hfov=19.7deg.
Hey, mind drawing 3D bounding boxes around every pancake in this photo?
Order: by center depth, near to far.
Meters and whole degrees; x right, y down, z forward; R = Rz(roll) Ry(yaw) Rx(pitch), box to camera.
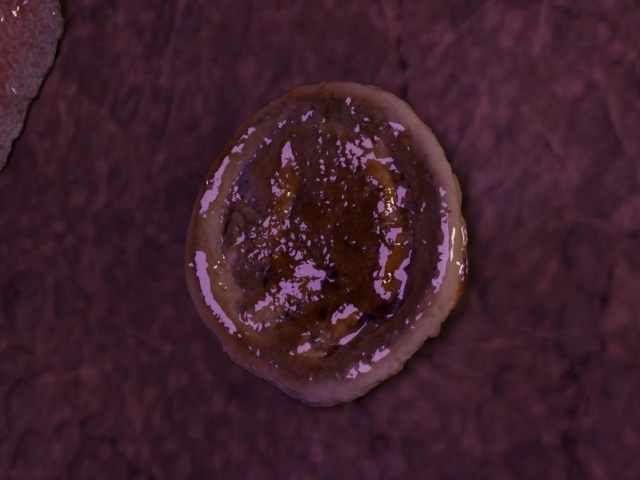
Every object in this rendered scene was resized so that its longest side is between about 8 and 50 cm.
[{"bbox_3d":[0.000,0.000,0.768,0.139,0.022,0.139,-7,76,28],"label":"pancake"}]

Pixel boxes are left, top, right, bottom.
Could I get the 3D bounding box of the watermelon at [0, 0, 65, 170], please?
[{"bbox_3d":[-0.232,-0.139,0.885,0.257,0.140,0.193,40,107,21],"label":"watermelon"}]
